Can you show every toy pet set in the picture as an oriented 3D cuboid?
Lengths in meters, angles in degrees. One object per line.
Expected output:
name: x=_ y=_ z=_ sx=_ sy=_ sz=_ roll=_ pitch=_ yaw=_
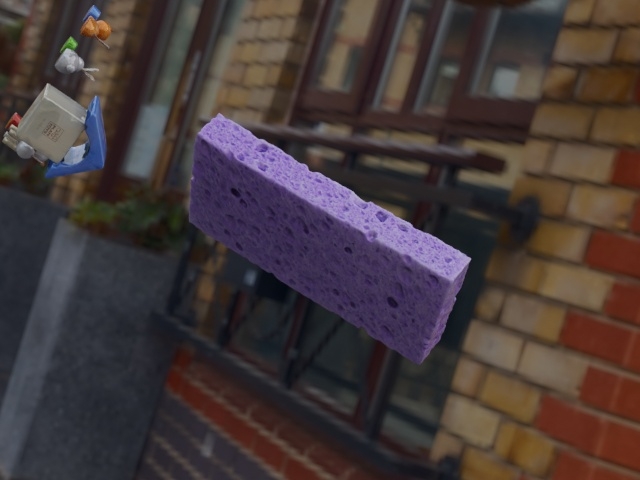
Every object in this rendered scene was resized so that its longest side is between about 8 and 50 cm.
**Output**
toy pet set: x=-0.182 y=-0.099 z=1.101 sx=0.065 sy=0.122 sz=0.114 roll=34 pitch=16 yaw=-18

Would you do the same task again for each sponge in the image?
sponge: x=0.000 y=0.000 z=1.041 sx=0.210 sy=0.031 sz=0.117 roll=31 pitch=-31 yaw=13
